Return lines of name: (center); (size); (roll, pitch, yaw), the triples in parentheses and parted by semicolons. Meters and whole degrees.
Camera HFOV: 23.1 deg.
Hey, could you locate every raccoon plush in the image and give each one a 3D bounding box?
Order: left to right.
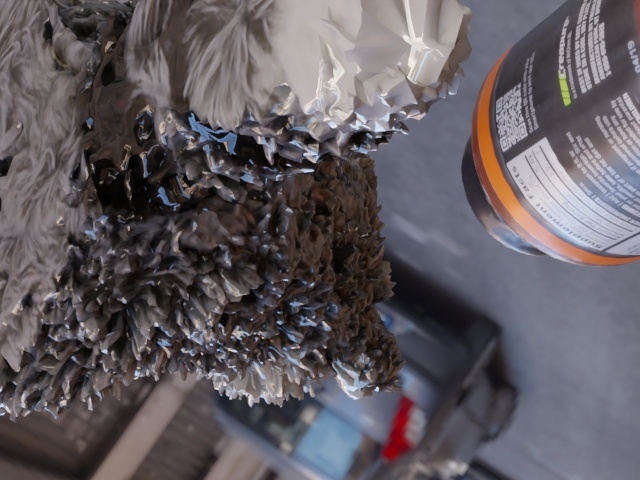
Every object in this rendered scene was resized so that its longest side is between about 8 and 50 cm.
raccoon plush: (0.000, 0.000, 0.770); (0.299, 0.216, 0.446); (10, 177, -35)

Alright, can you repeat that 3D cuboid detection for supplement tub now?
supplement tub: (0.125, -0.051, 0.601); (0.106, 0.106, 0.198); (36, 157, -8)
